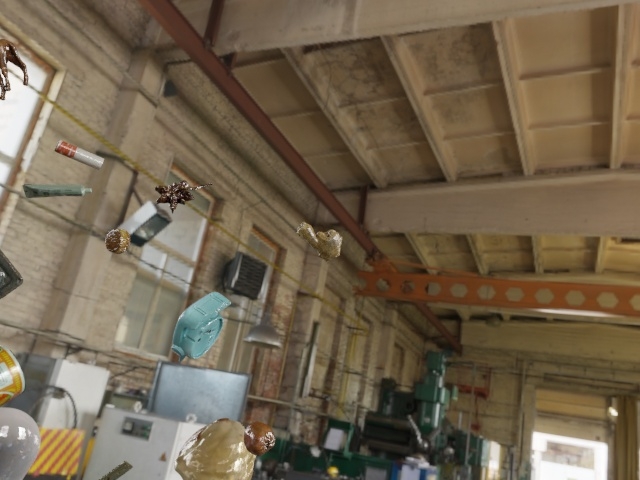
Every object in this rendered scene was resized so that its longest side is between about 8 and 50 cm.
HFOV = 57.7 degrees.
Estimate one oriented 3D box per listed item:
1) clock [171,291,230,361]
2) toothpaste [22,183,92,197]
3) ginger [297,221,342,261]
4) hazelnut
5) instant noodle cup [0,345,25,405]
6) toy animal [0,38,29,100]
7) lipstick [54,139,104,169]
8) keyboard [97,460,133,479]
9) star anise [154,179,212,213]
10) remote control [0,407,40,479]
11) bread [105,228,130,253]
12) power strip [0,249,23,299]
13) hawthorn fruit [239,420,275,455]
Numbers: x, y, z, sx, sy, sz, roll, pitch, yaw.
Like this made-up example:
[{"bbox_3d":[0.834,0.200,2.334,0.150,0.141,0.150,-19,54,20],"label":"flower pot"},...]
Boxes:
[{"bbox_3d":[-0.446,0.336,2.152,0.094,0.223,0.274,30,-58,16],"label":"clock"},{"bbox_3d":[-0.901,-0.171,1.995,0.218,0.041,0.064,-1,-42,-11],"label":"toothpaste"},{"bbox_3d":[0.007,-0.005,1.822,0.096,0.067,0.165,-41,-65,13],"label":"ginger"},{"bbox_3d":[-0.315,0.663,1.708,0.241,0.261,0.261,29,-26,-37],"label":"hazelnut"},{"bbox_3d":[-0.725,0.304,1.191,0.168,0.169,0.185,-5,14,38],"label":"instant noodle cup"},{"bbox_3d":[-0.843,-0.444,1.429,0.224,0.230,0.066,-24,1,16],"label":"toy animal"},{"bbox_3d":[-0.698,-0.247,1.683,0.130,0.038,0.038,24,-22,-24],"label":"lipstick"},{"bbox_3d":[-0.565,0.635,1.546,0.015,0.129,0.049,47,-17,28],"label":"keyboard"},{"bbox_3d":[-0.442,-0.158,1.884,0.190,0.097,0.070,-20,-28,-32],"label":"star anise"},{"bbox_3d":[-0.956,0.644,1.663,0.221,0.332,0.103,39,-28,-25],"label":"remote control"},{"bbox_3d":[-0.647,0.004,1.869,0.085,0.085,0.053,-1,-9,31],"label":"bread"},{"bbox_3d":[-0.934,0.079,1.454,0.251,0.257,0.092,49,-17,3],"label":"power strip"},{"bbox_3d":[-0.143,0.408,1.220,0.103,0.067,0.066,11,-14,40],"label":"hawthorn fruit"}]
